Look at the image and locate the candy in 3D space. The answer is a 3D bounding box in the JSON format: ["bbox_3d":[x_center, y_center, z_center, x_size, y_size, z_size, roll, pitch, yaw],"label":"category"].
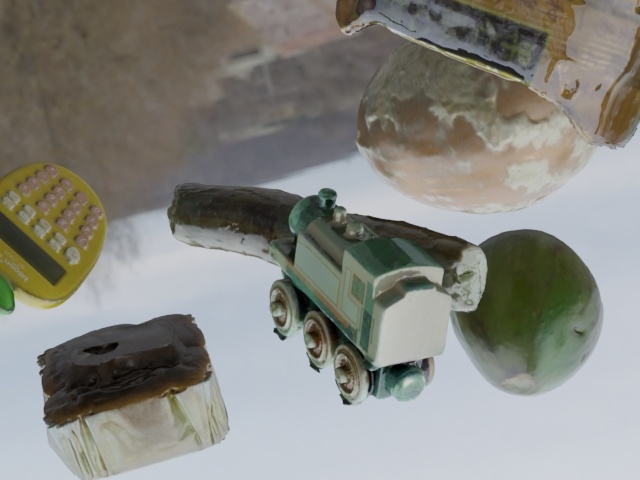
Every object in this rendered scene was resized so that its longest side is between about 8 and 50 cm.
[{"bbox_3d":[0.142,-0.173,1.230,0.271,0.143,0.101,22,-156,13],"label":"candy"}]

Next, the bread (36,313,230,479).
[{"bbox_3d":[-0.223,0.174,1.871,0.210,0.110,0.192,-13,-152,-7],"label":"bread"}]

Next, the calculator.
[{"bbox_3d":[-0.315,-0.001,1.755,0.032,0.146,0.235,-40,-169,40],"label":"calculator"}]

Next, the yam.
[{"bbox_3d":[0.000,0.000,1.396,0.317,0.067,0.071,13,-156,32],"label":"yam"}]

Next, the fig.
[{"bbox_3d":[0.233,0.089,1.839,0.181,0.181,0.191,-13,-138,23],"label":"fig"}]

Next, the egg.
[{"bbox_3d":[0.152,-0.121,1.521,0.245,0.203,0.203,-14,-178,9],"label":"egg"}]

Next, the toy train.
[{"bbox_3d":[0.025,0.039,1.200,0.080,0.125,0.194,-9,-149,-27],"label":"toy train"}]
